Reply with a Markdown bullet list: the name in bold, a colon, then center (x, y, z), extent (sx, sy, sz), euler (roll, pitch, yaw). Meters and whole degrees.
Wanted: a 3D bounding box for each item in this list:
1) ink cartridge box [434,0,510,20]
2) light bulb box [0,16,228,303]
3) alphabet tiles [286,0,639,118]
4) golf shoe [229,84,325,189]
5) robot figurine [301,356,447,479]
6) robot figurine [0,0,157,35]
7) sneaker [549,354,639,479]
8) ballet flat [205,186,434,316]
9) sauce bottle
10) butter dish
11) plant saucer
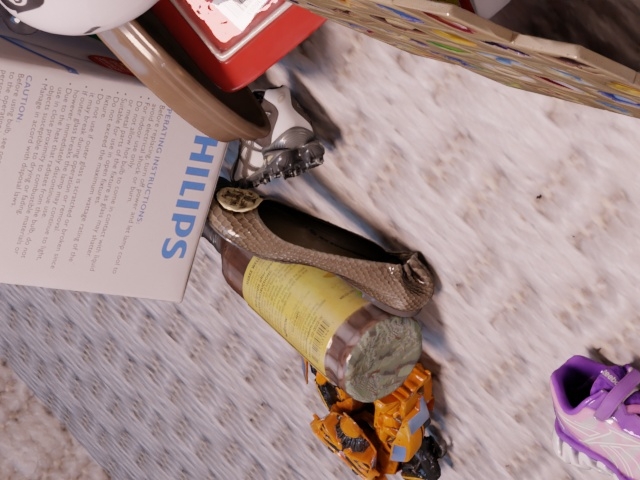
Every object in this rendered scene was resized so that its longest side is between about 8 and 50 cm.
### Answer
- **ink cartridge box**: center (0.007, -0.313, 1.236), extent (0.309, 0.130, 0.272), euler (20, 144, 51)
- **light bulb box**: center (-0.337, -0.117, 1.798), extent (0.358, 0.361, 0.225), euler (36, 112, 51)
- **alphabet tiles**: center (0.115, -0.134, 1.263), extent (0.285, 0.011, 0.342), euler (18, -178, -40)
- **golf shoe**: center (-0.050, -0.105, 1.802), extent (0.198, 0.077, 0.094), euler (-21, 87, 69)
- **robot figurine**: center (0.051, 0.186, 2.056), extent (0.211, 0.085, 0.291), euler (41, 157, 21)
- **robot figurine**: center (-0.217, -0.285, 1.389), extent (0.278, 0.174, 0.209), euler (57, 177, 26)
- **sneaker**: center (0.281, 0.163, 1.575), extent (0.236, 0.095, 0.104), euler (20, 137, 52)
- **ballet flat**: center (0.000, 0.000, 1.794), extent (0.250, 0.084, 0.058), euler (26, 128, 2)
- **sauce bottle**: center (-0.032, 0.038, 1.919), extent (0.344, 0.111, 0.111), euler (41, 158, 39)
- **butter dish**: center (-0.061, -0.235, 1.533), extent (0.160, 0.118, 0.160), euler (-37, 95, 27)
- **plant saucer**: center (-0.152, -0.187, 1.613), extent (0.278, 0.041, 0.278), euler (47, -172, -9)
